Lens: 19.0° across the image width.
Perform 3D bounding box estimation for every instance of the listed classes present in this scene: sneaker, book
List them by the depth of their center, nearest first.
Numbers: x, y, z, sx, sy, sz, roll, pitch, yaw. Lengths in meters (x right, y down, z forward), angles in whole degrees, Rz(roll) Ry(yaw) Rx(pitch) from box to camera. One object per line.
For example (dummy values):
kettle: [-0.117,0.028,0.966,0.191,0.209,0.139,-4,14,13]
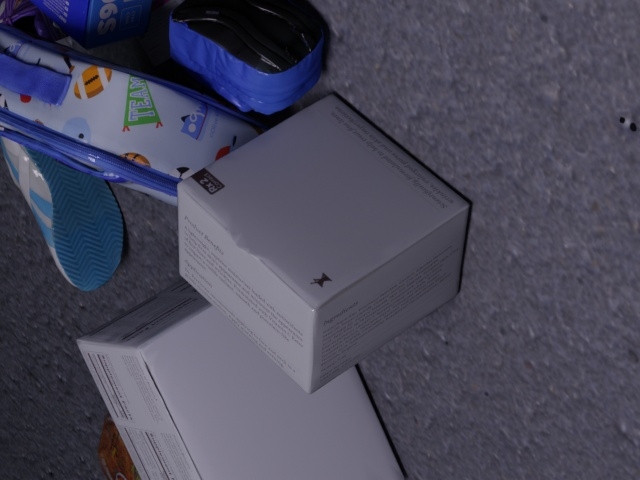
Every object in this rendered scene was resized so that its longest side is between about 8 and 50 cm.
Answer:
book: [-0.163,-0.243,1.811,0.096,0.035,0.144,-18,102,57]
sneaker: [-0.311,-0.231,2.007,0.170,0.071,0.068,2,119,57]
sneaker: [-0.289,-0.054,2.136,0.092,0.087,0.228,-3,108,65]

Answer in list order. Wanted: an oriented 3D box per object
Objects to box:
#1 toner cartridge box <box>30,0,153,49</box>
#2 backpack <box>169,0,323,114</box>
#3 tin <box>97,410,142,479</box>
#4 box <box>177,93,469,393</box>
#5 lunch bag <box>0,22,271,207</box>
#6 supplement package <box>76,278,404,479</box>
toner cartridge box: [-0.280,-0.339,1.806,0.348,0.075,0.165,42,135,33]
backpack: [-0.056,-0.165,1.659,0.120,0.098,0.101,30,149,21]
tin: [-0.228,0.271,2.383,0.106,0.040,0.189,52,150,20]
box: [0.000,0.000,1.635,0.181,0.182,0.119,41,148,28]
lunch bag: [-0.198,-0.112,1.771,0.303,0.243,0.115,21,92,49]
supplement package: [-0.076,0.168,1.883,0.145,0.204,0.262,1,118,59]
